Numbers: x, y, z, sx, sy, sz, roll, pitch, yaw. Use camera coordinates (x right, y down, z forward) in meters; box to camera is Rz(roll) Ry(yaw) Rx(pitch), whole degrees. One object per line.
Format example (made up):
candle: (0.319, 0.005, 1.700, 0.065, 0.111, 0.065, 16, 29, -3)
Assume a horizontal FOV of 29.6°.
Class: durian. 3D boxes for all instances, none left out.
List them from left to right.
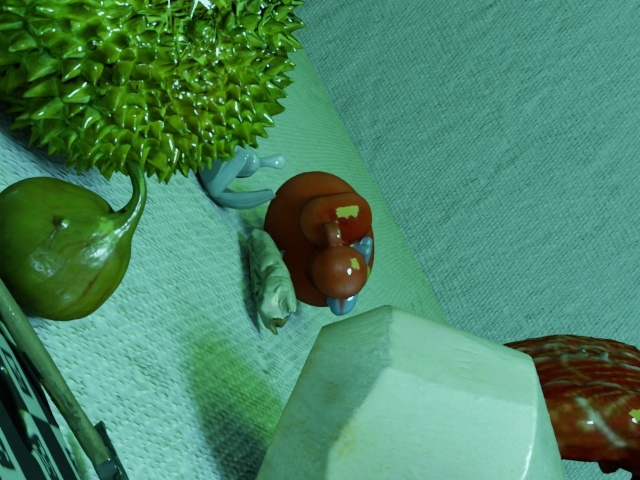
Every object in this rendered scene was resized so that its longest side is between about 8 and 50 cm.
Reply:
durian: (-0.133, -0.168, 0.903, 0.291, 0.225, 0.291, 59, 13, -23)

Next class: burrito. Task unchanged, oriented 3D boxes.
burrito: (-0.054, 0.039, 1.257, 0.041, 0.045, 0.185, 49, 6, -22)

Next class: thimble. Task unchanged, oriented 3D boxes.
thimble: (0.255, 0.272, 1.278, 0.350, 0.350, 0.230, 57, 9, -14)

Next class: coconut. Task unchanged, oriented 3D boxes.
coconut: (0.074, 0.170, 0.910, 0.241, 0.241, 0.241, 57, 9, -14)

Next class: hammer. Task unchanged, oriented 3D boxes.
hammer: (-0.143, 0.062, 0.621, 0.182, 0.017, 0.062, 65, -10, -25)

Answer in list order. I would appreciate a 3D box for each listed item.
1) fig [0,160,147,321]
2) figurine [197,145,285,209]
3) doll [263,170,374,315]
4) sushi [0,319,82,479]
fig: (-0.143, 0.002, 0.707, 0.082, 0.098, 0.084, 49, 27, -62)
figurine: (-0.092, -0.076, 1.327, 0.086, 0.094, 0.082, 7, 90, -45)
doll: (0.000, 0.000, 1.396, 0.290, 0.130, 0.161, -157, -120, -80)
sushi: (-0.168, 0.047, 0.501, 0.264, 0.050, 0.290, 55, -10, 36)
